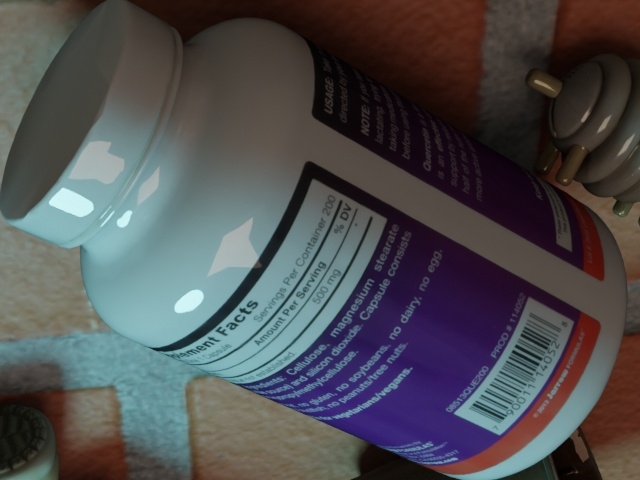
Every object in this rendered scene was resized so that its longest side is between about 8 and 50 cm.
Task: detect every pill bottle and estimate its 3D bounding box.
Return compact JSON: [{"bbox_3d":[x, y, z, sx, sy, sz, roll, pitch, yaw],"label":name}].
[{"bbox_3d":[0.000,0.000,0.723,0.323,0.181,0.181,27,118,-27],"label":"pill bottle"}]

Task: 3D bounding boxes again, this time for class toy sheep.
[{"bbox_3d":[0.174,-0.063,0.770,0.132,0.091,0.091,25,119,-21],"label":"toy sheep"}]

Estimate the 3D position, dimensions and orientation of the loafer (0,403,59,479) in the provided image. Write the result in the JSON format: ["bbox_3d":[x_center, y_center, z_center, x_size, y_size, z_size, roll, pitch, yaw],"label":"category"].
[{"bbox_3d":[-0.292,0.192,0.867,0.268,0.102,0.092,-16,123,1],"label":"loafer"}]

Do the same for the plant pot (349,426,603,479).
[{"bbox_3d":[0.110,0.202,0.926,0.165,0.167,0.167,-23,129,17],"label":"plant pot"}]
